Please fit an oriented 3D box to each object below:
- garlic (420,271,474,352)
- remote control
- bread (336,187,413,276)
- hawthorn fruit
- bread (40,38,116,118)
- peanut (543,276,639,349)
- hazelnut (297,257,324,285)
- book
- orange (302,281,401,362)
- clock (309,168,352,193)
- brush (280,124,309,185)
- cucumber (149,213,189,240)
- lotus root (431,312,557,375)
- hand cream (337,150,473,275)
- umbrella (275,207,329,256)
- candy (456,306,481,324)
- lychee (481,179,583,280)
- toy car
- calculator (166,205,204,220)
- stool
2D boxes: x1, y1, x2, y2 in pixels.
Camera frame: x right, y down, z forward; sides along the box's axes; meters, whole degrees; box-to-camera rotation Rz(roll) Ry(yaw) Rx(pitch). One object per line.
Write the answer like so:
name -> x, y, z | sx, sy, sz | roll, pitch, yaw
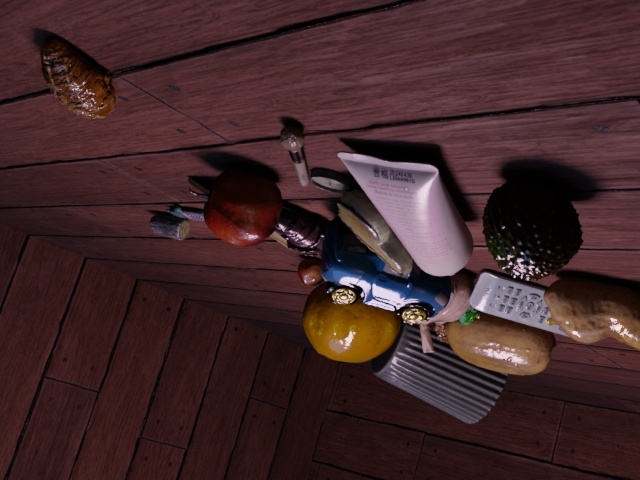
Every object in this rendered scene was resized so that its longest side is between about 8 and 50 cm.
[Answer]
garlic -> 0.254, 0.164, 2.067 | 0.218, 0.212, 0.218 | 10, 163, 3
remote control -> 0.498, 0.147, 2.002 | 0.293, 0.103, 0.051 | 18, -149, -2
bread -> 0.102, -0.027, 1.688 | 0.232, 0.064, 0.172 | 50, 173, -34
hawthorn fruit -> -0.175, -0.073, 1.752 | 0.193, 0.157, 0.157 | 20, 167, 3
bread -> -0.405, -0.256, 1.458 | 0.104, 0.076, 0.233 | 15, 168, 13
peanut -> 0.588, 0.153, 1.789 | 0.253, 0.137, 0.122 | 8, 166, 23
hazelnut -> -0.022, 0.086, 2.372 | 0.086, 0.086, 0.086 | 15, 166, 4
book -> -0.181, -0.061, 1.975 | 0.170, 0.018, 0.241 | 33, 179, 37
orange -> 0.086, 0.219, 2.389 | 0.278, 0.235, 0.279 | 3, 175, 0
clock -> 0.020, -0.113, 1.645 | 0.085, 0.017, 0.085 | 16, 166, 4
brush -> -0.041, -0.148, 1.559 | 0.042, 0.039, 0.299 | 19, 170, 6
cucumber -> -0.414, -0.040, 2.354 | 0.111, 0.064, 0.064 | 12, 166, 29
lotus root -> 0.453, 0.262, 2.299 | 0.342, 0.151, 0.169 | 9, 122, 22
hand cream -> 0.174, -0.057, 1.539 | 0.185, 0.118, 0.359 | 14, 160, 32
umbrella -> 0.000, 0.000, 1.966 | 0.326, 0.094, 0.090 | 24, 150, -30
candy -> 0.300, 0.152, 2.292 | 0.097, 0.097, 0.323 | 27, 172, -36
lychee -> 0.331, -0.022, 1.378 | 0.171, 0.171, 0.171 | 15, 166, 4
toy car -> 0.149, 0.047, 1.832 | 0.314, 0.198, 0.166 | 17, 135, -9
calculator -> -0.338, -0.068, 2.243 | 0.141, 0.019, 0.094 | 8, 167, 31
stool -> 0.347, 0.343, 2.531 | 0.330, 0.297, 0.297 | 23, 165, -10
